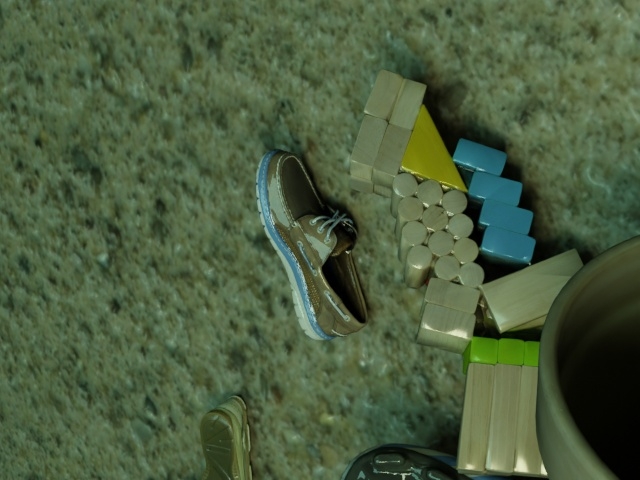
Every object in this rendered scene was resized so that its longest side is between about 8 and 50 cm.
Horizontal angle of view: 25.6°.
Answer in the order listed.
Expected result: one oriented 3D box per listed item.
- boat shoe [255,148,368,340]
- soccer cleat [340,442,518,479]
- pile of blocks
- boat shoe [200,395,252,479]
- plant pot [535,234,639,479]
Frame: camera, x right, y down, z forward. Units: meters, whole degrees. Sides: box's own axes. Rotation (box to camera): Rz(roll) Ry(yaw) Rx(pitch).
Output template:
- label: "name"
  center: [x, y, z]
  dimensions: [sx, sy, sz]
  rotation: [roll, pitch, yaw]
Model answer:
- label: "boat shoe"
  center: [0.000, 0.000, 1.275]
  dimensions: [0.066, 0.066, 0.183]
  rotation: [-10, 107, 38]
- label: "soccer cleat"
  center: [0.176, 0.255, 1.179]
  dimensions: [0.331, 0.143, 0.116]
  rotation: [23, 85, 13]
- label: "pile of blocks"
  center: [0.130, 0.032, 1.157]
  dimensions: [0.112, 0.149, 0.362]
  rotation: [86, 165, -78]
- label: "boat shoe"
  center: [-0.093, 0.234, 1.444]
  dimensions: [0.056, 0.048, 0.153]
  rotation: [9, 116, 26]
- label: "plant pot"
  center: [0.297, 0.190, 0.937]
  dimensions: [0.323, 0.323, 0.280]
  rotation: [28, 137, 32]
